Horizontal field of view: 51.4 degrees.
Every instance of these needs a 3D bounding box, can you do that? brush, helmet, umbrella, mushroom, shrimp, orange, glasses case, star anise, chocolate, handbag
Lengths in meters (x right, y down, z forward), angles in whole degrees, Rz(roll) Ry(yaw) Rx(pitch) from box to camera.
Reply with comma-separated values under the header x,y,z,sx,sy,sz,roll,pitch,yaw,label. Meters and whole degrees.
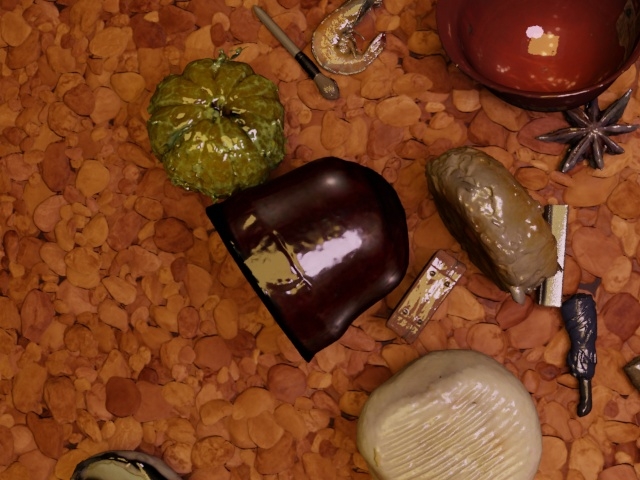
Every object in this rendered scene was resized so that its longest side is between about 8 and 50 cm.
x,y,z,sx,sy,sz,roll,pitch,yaw,label
-0.056,-0.426,1.485,0.039,0.042,0.299,-36,80,-13,brush
0.433,-0.388,1.304,0.384,0.230,0.338,11,79,22,helmet
0.528,0.230,1.345,0.070,0.071,0.248,-5,93,9,umbrella
-0.380,0.593,1.443,0.344,0.130,0.247,40,110,11,mushroom
0.091,-0.471,1.462,0.143,0.052,0.251,45,102,-1,shrimp
-0.207,-0.229,1.404,0.300,0.223,0.301,-34,79,-8,orange
0.472,0.031,1.354,0.047,0.071,0.205,5,88,13,glasses case
0.545,-0.226,1.361,0.180,0.061,0.205,21,88,17,star anise
0.000,0.000,1.319,0.331,0.384,0.384,-36,82,-9,chocolate
0.212,0.113,1.353,0.072,0.151,0.193,34,90,6,handbag

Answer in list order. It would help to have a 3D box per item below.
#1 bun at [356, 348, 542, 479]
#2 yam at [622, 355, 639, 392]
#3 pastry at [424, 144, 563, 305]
x,y,z,sx,sy,sz,roll,pitch,yaw,label
0.240,0.382,1.305,0.361,0.213,0.361,0,96,-4,bun
0.688,0.346,1.306,0.061,0.061,0.253,-32,83,6,yam
0.323,-0.047,1.265,0.136,0.329,0.330,-34,82,0,pastry
